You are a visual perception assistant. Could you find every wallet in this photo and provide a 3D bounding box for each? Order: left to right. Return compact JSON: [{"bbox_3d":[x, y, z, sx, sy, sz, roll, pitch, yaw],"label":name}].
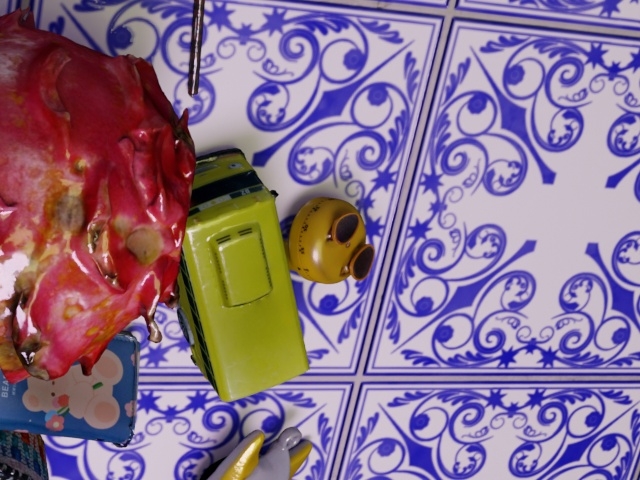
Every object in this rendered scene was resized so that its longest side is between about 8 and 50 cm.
[{"bbox_3d":[-0.308,0.158,1.694,0.202,0.059,0.141,12,66,-29],"label":"wallet"}]

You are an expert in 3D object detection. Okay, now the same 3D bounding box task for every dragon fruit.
[{"bbox_3d":[-0.244,-0.052,1.455,0.249,0.386,0.371,-10,93,-5],"label":"dragon fruit"}]

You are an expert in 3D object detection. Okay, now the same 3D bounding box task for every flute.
[{"bbox_3d":[-0.130,-0.284,1.603,0.014,0.014,0.270,-4,117,-21],"label":"flute"}]

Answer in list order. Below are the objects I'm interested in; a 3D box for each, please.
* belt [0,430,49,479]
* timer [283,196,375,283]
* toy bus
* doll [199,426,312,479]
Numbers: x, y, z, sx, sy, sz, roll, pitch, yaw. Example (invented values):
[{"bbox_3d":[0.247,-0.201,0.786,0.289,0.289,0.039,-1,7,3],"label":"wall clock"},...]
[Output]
[{"bbox_3d":[-0.438,0.282,1.689,0.257,0.150,0.207,16,118,-28],"label":"belt"},{"bbox_3d":[0.000,0.000,1.773,0.107,0.109,0.107,-13,108,-47],"label":"timer"},{"bbox_3d":[-0.103,0.041,1.702,0.128,0.150,0.262,-20,121,-14],"label":"toy bus"},{"bbox_3d":[-0.137,0.353,1.883,0.316,0.103,0.145,-44,128,10],"label":"doll"}]
